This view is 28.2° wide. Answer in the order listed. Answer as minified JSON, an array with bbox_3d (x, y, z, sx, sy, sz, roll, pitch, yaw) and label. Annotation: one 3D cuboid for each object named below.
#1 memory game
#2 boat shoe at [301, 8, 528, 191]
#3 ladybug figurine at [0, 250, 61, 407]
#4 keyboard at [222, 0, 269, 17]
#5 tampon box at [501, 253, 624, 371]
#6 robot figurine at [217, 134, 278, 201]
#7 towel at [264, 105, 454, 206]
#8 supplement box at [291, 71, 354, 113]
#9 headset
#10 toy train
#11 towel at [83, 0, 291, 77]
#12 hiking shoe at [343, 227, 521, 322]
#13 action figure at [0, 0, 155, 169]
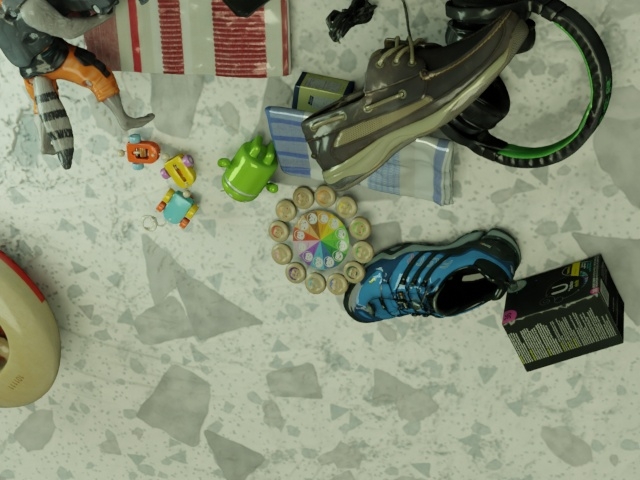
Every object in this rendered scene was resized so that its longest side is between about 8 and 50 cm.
[{"bbox_3d":[0.000,0.000,2.044,0.186,0.012,0.186,7,108,22],"label":"memory game"},{"bbox_3d":[0.112,-0.203,1.702,0.355,0.132,0.130,-36,99,25],"label":"boat shoe"},{"bbox_3d":[-0.634,0.101,2.196,0.449,0.162,0.305,40,121,-11],"label":"ladybug figurine"},{"bbox_3d":[-0.132,-0.477,1.765,0.202,0.033,0.317,-32,118,20],"label":"keyboard"},{"bbox_3d":[0.377,0.112,1.981,0.161,0.120,0.101,-20,113,23],"label":"tampon box"},{"bbox_3d":[-0.111,-0.109,2.006,0.101,0.067,0.115,26,123,-16],"label":"robot figurine"},{"bbox_3d":[0.063,-0.124,1.907,0.285,0.034,0.209,12,161,9],"label":"towel"},{"bbox_3d":[0.001,-0.201,1.933,0.083,0.056,0.083,13,121,6],"label":"supplement box"},{"bbox_3d":[0.206,-0.247,1.782,0.394,0.185,0.243,29,123,16],"label":"headset"},{"bbox_3d":[-0.255,-0.098,2.063,0.125,0.046,0.166,0,116,15],"label":"toy train"},{"bbox_3d":[-0.205,-0.362,1.906,0.329,0.037,0.237,4,119,11],"label":"towel"},{"bbox_3d":[0.164,0.069,2.002,0.304,0.132,0.113,-21,112,23],"label":"hiking shoe"},{"bbox_3d":[-0.378,-0.289,1.859,0.341,0.178,0.330,-7,120,42],"label":"action figure"}]
